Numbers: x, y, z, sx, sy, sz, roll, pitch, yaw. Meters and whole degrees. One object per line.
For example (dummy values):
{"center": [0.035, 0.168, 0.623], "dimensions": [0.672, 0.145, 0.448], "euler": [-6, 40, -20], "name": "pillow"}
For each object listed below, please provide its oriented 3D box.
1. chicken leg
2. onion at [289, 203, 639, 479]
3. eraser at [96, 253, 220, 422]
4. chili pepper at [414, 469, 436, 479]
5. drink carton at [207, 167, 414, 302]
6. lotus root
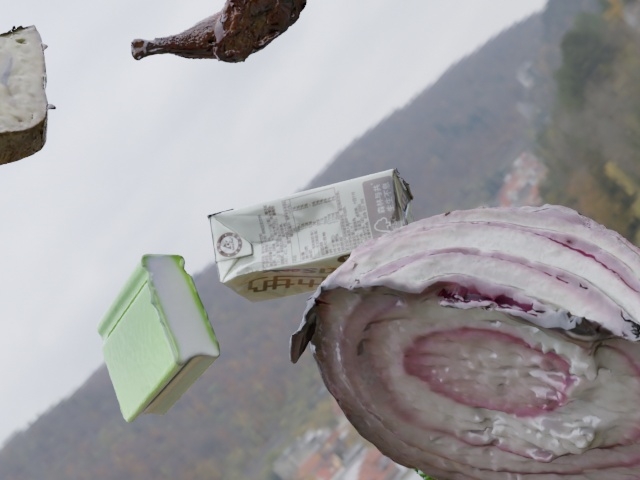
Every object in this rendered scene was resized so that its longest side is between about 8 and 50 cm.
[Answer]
{"center": [-0.104, -0.237, 1.324], "dimensions": [0.205, 0.053, 0.093], "euler": [-37, -44, 0], "name": "chicken leg"}
{"center": [0.151, 0.088, 0.911], "dimensions": [0.280, 0.314, 0.146], "euler": [76, -154, -49], "name": "onion"}
{"center": [-0.281, 0.163, 2.038], "dimensions": [0.092, 0.210, 0.274], "euler": [-9, -25, -32], "name": "eraser"}
{"center": [0.205, 0.272, 1.641], "dimensions": [0.182, 0.050, 0.073], "euler": [-28, 42, 30], "name": "chili pepper"}
{"center": [0.001, 0.000, 2.022], "dimensions": [0.325, 0.132, 0.194], "euler": [-13, -17, 11], "name": "drink carton"}
{"center": [-0.393, -0.157, 1.390], "dimensions": [0.261, 0.170, 0.074], "euler": [-26, -31, -41], "name": "lotus root"}
